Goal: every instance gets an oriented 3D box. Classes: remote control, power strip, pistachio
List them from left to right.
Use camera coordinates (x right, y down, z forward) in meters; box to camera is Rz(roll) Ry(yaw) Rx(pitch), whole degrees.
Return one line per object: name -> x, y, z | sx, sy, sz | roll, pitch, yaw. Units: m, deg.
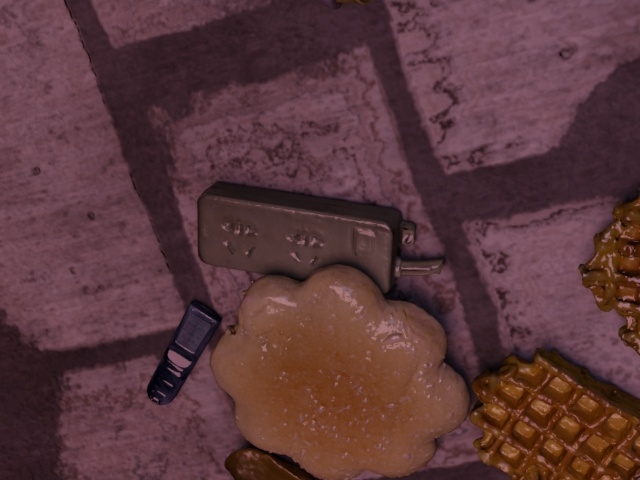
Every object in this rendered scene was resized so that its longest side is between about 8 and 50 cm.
remote control -> -0.172, 0.143, 1.728 | 0.043, 0.027, 0.152 | 34, 116, 9
pistachio -> -0.040, 0.314, 1.737 | 0.173, 0.049, 0.089 | 34, 114, 11
power strip -> 0.000, 0.000, 1.596 | 0.288, 0.053, 0.093 | 9, 114, 16

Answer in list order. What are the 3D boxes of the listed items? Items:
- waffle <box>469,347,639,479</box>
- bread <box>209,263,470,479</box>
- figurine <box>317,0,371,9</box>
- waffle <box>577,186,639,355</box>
waffle -> 0.262, 0.214, 1.584 | 0.211, 0.055, 0.160 | 31, 117, 2
bread -> 0.016, 0.167, 1.626 | 0.316, 0.054, 0.316 | 7, 124, 11
figurine -> 0.017, -0.333, 1.421 | 0.208, 0.128, 0.184 | 31, 120, 14
waffle -> 0.413, 0.036, 1.467 | 0.254, 0.052, 0.245 | 42, 116, -2
